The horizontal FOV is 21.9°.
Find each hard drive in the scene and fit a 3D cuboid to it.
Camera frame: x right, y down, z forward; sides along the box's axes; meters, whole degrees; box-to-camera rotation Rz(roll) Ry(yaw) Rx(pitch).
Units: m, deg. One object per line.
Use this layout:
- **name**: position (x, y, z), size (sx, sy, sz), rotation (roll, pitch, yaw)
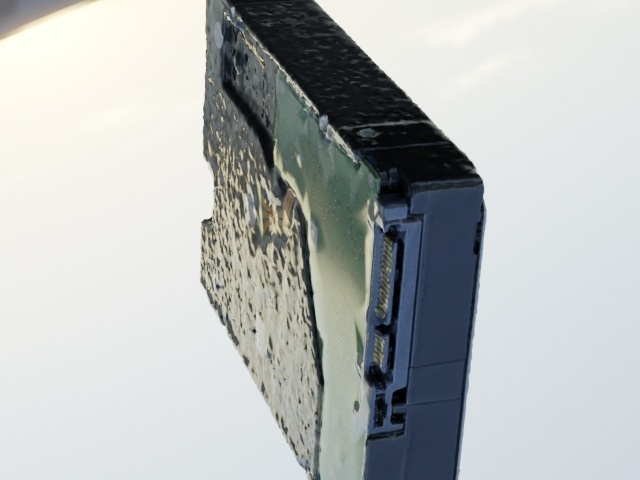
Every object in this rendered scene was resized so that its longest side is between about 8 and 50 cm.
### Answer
- **hard drive**: position (0.000, 0.000, 0.990), size (0.064, 0.236, 0.339), rotation (-6, -152, -17)
